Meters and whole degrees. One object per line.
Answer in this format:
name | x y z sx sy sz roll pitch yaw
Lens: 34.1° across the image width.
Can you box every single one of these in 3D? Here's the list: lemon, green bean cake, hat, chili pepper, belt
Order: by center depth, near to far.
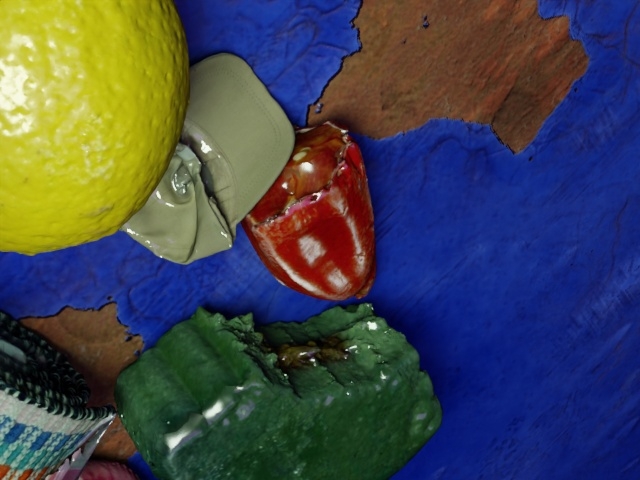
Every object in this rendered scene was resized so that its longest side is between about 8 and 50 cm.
lemon | -0.230 -0.119 0.836 0.254 0.253 0.310 -9 121 -27
belt | -0.348 0.144 0.954 0.160 0.207 0.295 -50 145 -2
hat | -0.125 -0.086 1.049 0.166 0.144 0.173 52 41 -14
chili pepper | 0.000 0.000 1.142 0.136 0.144 0.252 -2 140 20
green bean cake | -0.041 0.187 1.188 0.308 0.169 0.300 -36 131 -9

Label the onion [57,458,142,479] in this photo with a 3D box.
onion | -0.252 0.355 1.136 0.230 0.163 0.229 6 81 -42
